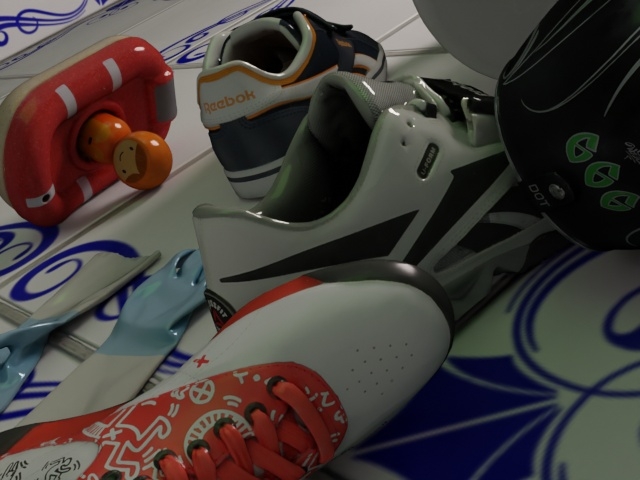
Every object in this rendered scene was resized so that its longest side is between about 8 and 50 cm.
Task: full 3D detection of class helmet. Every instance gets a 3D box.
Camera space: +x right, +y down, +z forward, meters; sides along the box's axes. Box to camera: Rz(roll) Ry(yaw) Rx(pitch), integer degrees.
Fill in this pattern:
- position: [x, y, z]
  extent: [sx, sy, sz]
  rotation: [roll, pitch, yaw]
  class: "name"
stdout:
- position: [0.187, -0.079, 0.456]
  extent: [0.161, 0.169, 0.169]
  rotation: [-31, 15, 41]
  class: "helmet"

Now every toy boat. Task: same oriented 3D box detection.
- position: [-0.217, -0.099, 0.937]
  extent: [0.151, 0.151, 0.231]
  rotation: [29, 51, 25]
  class: "toy boat"

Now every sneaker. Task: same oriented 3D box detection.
- position: [-0.021, -0.169, 0.884]
  extent: [0.126, 0.127, 0.321]
  rotation: [-15, 24, 23]
  class: "sneaker"
- position: [0.069, -0.048, 0.535]
  extent: [0.330, 0.146, 0.122]
  rotation: [-37, 26, -30]
  class: "sneaker"
- position: [-0.056, 0.112, 0.386]
  extent: [0.270, 0.090, 0.145]
  rotation: [-25, 25, 7]
  class: "sneaker"

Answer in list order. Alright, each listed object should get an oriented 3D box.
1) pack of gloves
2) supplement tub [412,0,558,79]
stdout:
- position: [-0.174, 0.056, 0.658]
  extent: [0.195, 0.046, 0.232]
  rotation: [-7, 29, 34]
  class: "pack of gloves"
- position: [0.202, -0.303, 0.756]
  extent: [0.228, 0.228, 0.316]
  rotation: [-10, 43, 29]
  class: "supplement tub"
